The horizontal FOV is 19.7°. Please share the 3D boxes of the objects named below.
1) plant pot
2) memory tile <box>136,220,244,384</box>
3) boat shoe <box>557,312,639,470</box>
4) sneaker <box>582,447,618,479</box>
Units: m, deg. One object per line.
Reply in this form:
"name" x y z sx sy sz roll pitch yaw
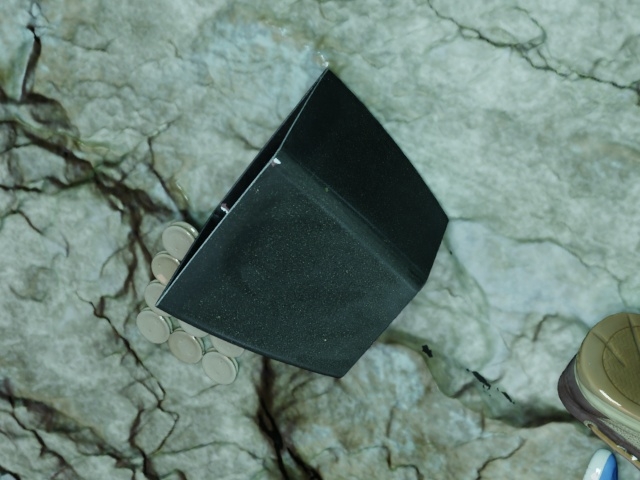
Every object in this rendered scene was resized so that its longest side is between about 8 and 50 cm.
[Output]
"plant pot" 0.000 0.000 1.549 0.167 0.187 0.188 36 119 -6
"memory tile" -0.110 0.058 1.687 0.113 0.012 0.148 30 131 10
"boat shoe" 0.348 0.190 1.518 0.342 0.123 0.123 30 148 2
"sneaker" 0.268 0.252 1.589 0.084 0.058 0.152 12 118 25
